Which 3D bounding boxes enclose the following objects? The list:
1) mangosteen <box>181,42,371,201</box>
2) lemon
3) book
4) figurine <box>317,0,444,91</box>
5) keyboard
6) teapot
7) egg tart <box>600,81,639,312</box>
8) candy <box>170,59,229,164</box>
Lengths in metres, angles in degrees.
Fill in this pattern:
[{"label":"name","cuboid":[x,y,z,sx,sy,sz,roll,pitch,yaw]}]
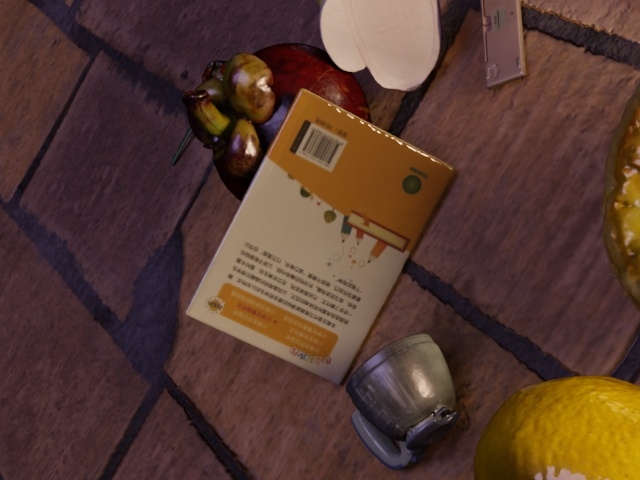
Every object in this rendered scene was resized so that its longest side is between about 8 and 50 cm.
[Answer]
[{"label":"mangosteen","cuboid":[-0.059,-0.144,1.389,0.215,0.257,0.215,-13,69,37]},{"label":"lemon","cuboid":[0.242,0.220,0.991,0.260,0.204,0.204,18,87,46]},{"label":"book","cuboid":[0.000,0.000,1.328,0.295,0.208,0.020,-62,13,7]},{"label":"figurine","cuboid":[0.021,-0.372,1.406,0.206,0.284,0.316,-46,36,20]},{"label":"keyboard","cuboid":[0.213,-0.257,1.342,0.055,0.017,0.166,-16,63,35]},{"label":"teapot","cuboid":[0.084,0.181,1.233,0.149,0.111,0.108,-42,63,18]},{"label":"egg tart","cuboid":[0.395,-0.048,0.977,0.341,0.132,0.341,-19,66,50]},{"label":"candy","cuboid":[-0.179,-0.186,1.691,0.185,0.049,0.055,-58,12,23]}]
